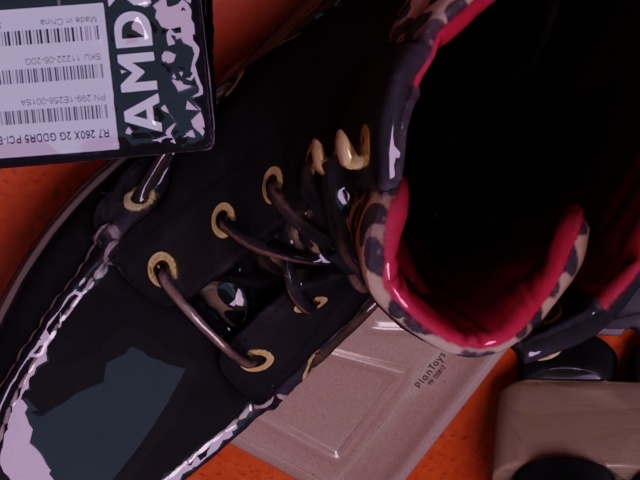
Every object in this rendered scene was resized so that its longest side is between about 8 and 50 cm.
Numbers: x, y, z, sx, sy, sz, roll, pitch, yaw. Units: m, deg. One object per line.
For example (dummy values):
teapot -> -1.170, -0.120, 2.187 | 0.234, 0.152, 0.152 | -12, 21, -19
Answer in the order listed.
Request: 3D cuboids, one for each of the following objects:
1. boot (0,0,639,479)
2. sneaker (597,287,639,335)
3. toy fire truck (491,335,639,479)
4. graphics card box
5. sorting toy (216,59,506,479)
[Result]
boot -> 0.000, 0.000, 0.636 | 0.377, 0.284, 0.138 | -45, 105, -8
sneaker -> 0.230, -0.045, 0.800 | 0.267, 0.101, 0.106 | -30, 100, 0
toy fire truck -> 0.210, 0.190, 0.866 | 0.217, 0.158, 0.246 | 0, 135, 10
graphics card box -> -0.230, -0.093, 0.654 | 0.371, 0.233, 0.094 | -7, 109, -3
sorting toy -> -0.007, 0.029, 0.835 | 0.208, 0.038, 0.193 | 32, 107, -12
